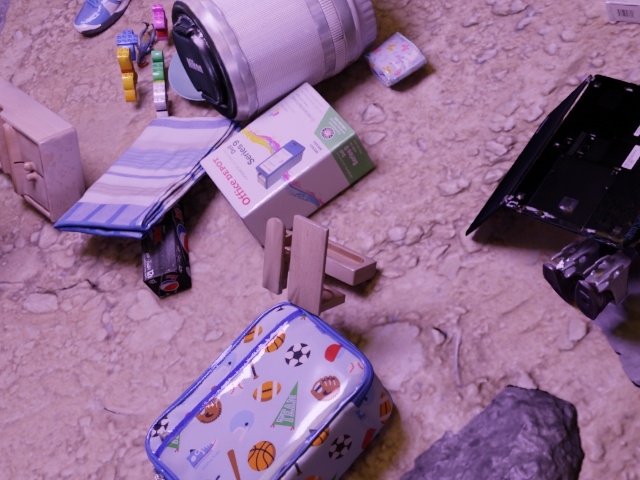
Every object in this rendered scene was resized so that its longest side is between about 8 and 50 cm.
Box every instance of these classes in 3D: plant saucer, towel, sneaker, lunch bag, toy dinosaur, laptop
[{"bbox_3d":[-0.168,-0.306,1.900,0.195,0.037,0.195,-12,53,17],"label":"plant saucer"},{"bbox_3d":[-0.271,-0.107,1.752,0.209,0.034,0.285,5,44,37],"label":"towel"},{"bbox_3d":[-0.403,-0.483,2.111,0.080,0.081,0.211,29,74,36],"label":"sneaker"},{"bbox_3d":[-0.076,0.234,1.422,0.303,0.115,0.243,-44,48,-10],"label":"lunch bag"},{"bbox_3d":[0.120,-0.278,1.734,0.071,0.053,0.083,-36,40,-5],"label":"lunch bag"},{"bbox_3d":[-0.315,-0.356,2.017,0.047,0.090,0.082,15,99,18],"label":"toy dinosaur"},{"bbox_3d":[0.339,-0.085,1.433,0.264,0.136,0.234,23,68,34],"label":"laptop"}]

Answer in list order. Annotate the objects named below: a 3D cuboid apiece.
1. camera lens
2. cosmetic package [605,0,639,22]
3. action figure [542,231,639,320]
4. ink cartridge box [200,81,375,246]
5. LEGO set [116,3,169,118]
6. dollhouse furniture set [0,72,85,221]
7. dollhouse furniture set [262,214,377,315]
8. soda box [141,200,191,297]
[{"bbox_3d":[-0.079,-0.332,1.730,0.274,0.219,0.219,-29,48,-15],"label":"camera lens"},{"bbox_3d":[0.473,-0.380,1.644,0.060,0.041,0.115,12,63,32],"label":"cosmetic package"},{"bbox_3d":[0.418,-0.018,1.377,0.285,0.099,0.185,-38,41,-9],"label":"action figure"},{"bbox_3d":[-0.052,-0.115,1.672,0.212,0.093,0.154,-37,50,-1],"label":"ink cartridge box"},{"bbox_3d":[-0.310,-0.318,1.905,0.087,0.093,0.227,-6,62,-1],"label":"LEGO set"},{"bbox_3d":[-0.619,-0.097,1.773,0.394,0.362,0.256,-28,44,-33],"label":"dollhouse furniture set"},{"bbox_3d":[0.000,0.000,1.499,0.144,0.123,0.151,25,31,36],"label":"dollhouse furniture set"},{"bbox_3d":[-0.240,0.002,1.703,0.060,0.053,0.169,-19,51,11],"label":"soda box"}]
